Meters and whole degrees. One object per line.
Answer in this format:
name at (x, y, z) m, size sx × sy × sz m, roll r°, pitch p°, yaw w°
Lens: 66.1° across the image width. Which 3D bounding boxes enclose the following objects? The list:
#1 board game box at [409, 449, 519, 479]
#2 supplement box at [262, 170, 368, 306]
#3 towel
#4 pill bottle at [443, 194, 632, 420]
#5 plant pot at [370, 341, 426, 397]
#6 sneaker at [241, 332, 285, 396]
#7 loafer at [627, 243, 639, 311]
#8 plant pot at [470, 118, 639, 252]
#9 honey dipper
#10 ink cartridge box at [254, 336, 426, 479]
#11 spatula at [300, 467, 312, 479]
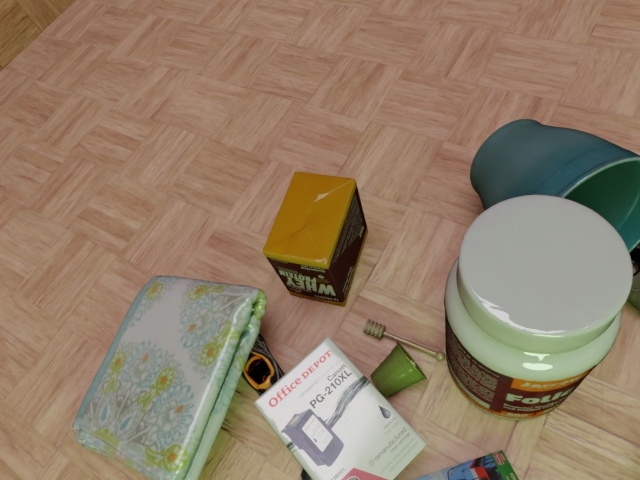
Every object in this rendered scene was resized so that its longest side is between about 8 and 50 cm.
board game box at (0.210, 0.418, 0.739) m, size 0.211 × 0.039 × 0.160 m, roll -21°, pitch 21°, yaw 3°
supplement box at (0.000, 0.000, 0.996) m, size 0.129 × 0.194 × 0.191 m, roll 10°, pitch 63°, yaw 20°
towel at (-0.290, 0.249, 0.949) m, size 0.320 × 0.090 × 0.374 m, roll 5°, pitch 64°, yaw 34°
pill bottle at (0.299, 0.119, 0.731) m, size 0.224 × 0.392 × 0.224 m, roll -7°, pitch 59°, yaw 11°
plant pot at (0.136, 0.242, 0.894) m, size 0.079 × 0.083 × 0.083 m, roll -40°, pitch 58°, yaw 3°
sneaker at (-0.138, 0.226, 0.966) m, size 0.084 × 0.083 × 0.215 m, roll -44°, pitch 58°, yaw -11°
loafer at (0.616, 0.019, 0.884) m, size 0.087 × 0.094 × 0.251 m, roll 29°, pitch 71°, yaw 23°
plant pot at (0.422, -0.092, 0.917) m, size 0.272 × 0.271 × 0.255 m, roll -27°, pitch 43°, yaw -2°
honey dipper at (0.160, 0.194, 0.941) m, size 0.161 × 0.030 × 0.030 m, roll 21°, pitch 67°, yaw 20°
ink cartridge box at (0.027, 0.310, 0.829) m, size 0.172 × 0.100 × 0.237 m, roll -39°, pitch 71°, yaw -16°
spatula at (-0.035, 0.435, 0.845) m, size 0.084 × 0.030 × 0.296 m, roll 15°, pitch 65°, yaw 20°
